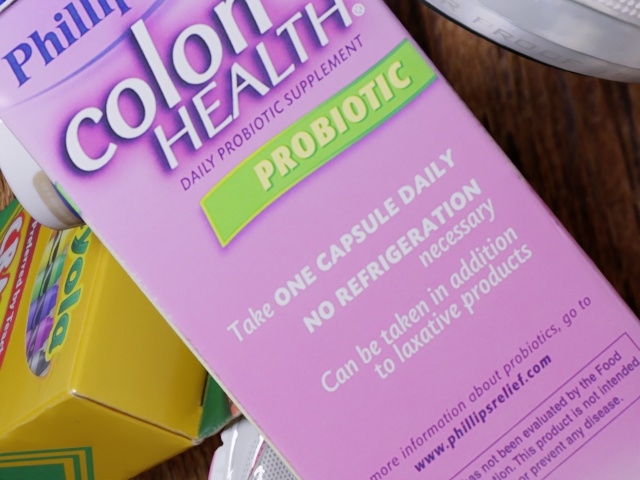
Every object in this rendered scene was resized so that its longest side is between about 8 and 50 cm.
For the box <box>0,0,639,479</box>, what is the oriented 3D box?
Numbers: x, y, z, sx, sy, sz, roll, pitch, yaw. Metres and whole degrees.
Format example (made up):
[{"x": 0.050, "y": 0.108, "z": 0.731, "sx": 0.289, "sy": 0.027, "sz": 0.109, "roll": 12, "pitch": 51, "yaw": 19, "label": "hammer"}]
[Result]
[{"x": 0.000, "y": 0.000, "z": 0.562, "sx": 0.243, "sy": 0.117, "sz": 0.213, "roll": 50, "pitch": 177, "yaw": -2, "label": "box"}]

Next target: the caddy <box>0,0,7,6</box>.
[{"x": -0.140, "y": -0.280, "z": 0.817, "sx": 0.241, "sy": 0.179, "sz": 0.341, "roll": -35, "pitch": 67, "yaw": 51, "label": "caddy"}]

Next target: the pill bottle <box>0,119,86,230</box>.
[{"x": -0.059, "y": -0.080, "z": 0.726, "sx": 0.186, "sy": 0.112, "sz": 0.112, "roll": -15, "pitch": 80, "yaw": 10, "label": "pill bottle"}]

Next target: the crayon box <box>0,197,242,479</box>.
[{"x": -0.132, "y": 0.039, "z": 0.865, "sx": 0.318, "sy": 0.081, "sz": 0.202, "roll": -33, "pitch": 39, "yaw": 49, "label": "crayon box"}]

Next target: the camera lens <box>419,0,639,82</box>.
[{"x": 0.117, "y": -0.200, "z": 0.445, "sx": 0.274, "sy": 0.219, "sz": 0.219, "roll": -53, "pitch": 53, "yaw": 42, "label": "camera lens"}]

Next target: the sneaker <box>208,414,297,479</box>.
[{"x": 0.026, "y": 0.180, "z": 0.731, "sx": 0.111, "sy": 0.103, "sz": 0.252, "roll": -21, "pitch": 82, "yaw": 46, "label": "sneaker"}]
